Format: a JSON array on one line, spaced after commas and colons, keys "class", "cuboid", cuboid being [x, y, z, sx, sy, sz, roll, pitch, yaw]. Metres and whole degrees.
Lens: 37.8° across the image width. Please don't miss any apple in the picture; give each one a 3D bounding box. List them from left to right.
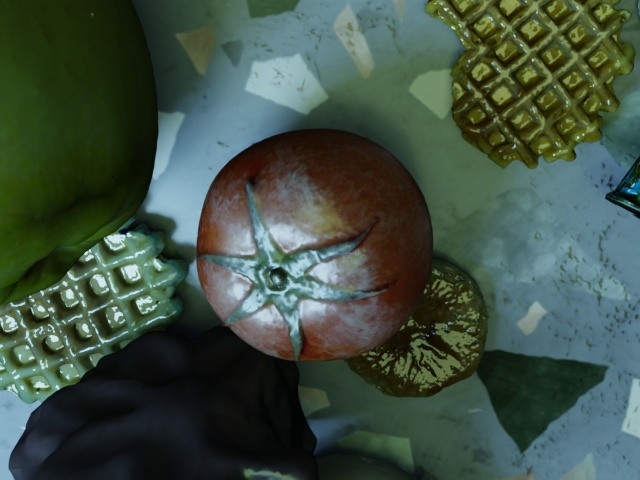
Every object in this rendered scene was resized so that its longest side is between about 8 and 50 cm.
[{"class": "apple", "cuboid": [-0.378, -0.148, 0.922, 0.474, 0.473, 0.473, 1, 106, 3]}]

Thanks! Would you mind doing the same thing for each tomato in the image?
[{"class": "tomato", "cuboid": [0.000, 0.000, 1.049, 0.265, 0.265, 0.264, 1, 106, 3]}]

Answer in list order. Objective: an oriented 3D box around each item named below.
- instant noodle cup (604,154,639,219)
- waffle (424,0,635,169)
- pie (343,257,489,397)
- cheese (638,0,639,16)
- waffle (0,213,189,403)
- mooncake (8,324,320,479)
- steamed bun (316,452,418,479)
[{"class": "instant noodle cup", "cuboid": [0.457, -0.071, 1.017, 0.240, 0.240, 0.178, 28, 98, -5]}, {"class": "waffle", "cuboid": [0.230, -0.206, 1.070, 0.249, 0.056, 0.253, 16, 108, -1]}, {"class": "pie", "cuboid": [0.119, 0.114, 1.174, 0.195, 0.046, 0.195, 1, 107, 2]}, {"class": "cheese", "cuboid": [0.412, -0.249, 1.065, 0.111, 0.017, 0.047, 26, 109, -4]}, {"class": "waffle", "cuboid": [-0.322, 0.078, 1.184, 0.292, 0.056, 0.309, 19, 107, -2]}, {"class": "mooncake", "cuboid": [-0.152, 0.258, 1.036, 0.351, 0.381, 0.212, -16, 122, -14]}, {"class": "steamed bun", "cuboid": [0.031, 0.441, 1.192, 0.325, 0.206, 0.324, 1, 107, 4]}]
